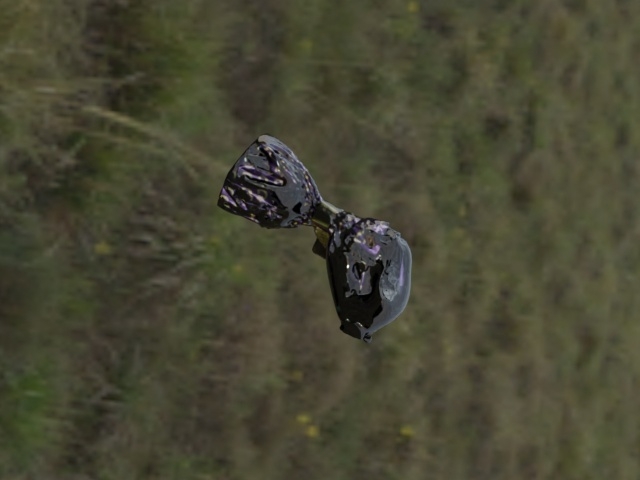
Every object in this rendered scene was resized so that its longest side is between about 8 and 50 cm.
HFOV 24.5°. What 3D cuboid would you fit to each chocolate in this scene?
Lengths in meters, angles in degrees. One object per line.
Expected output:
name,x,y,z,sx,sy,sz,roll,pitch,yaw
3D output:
chocolate,0.002,-0.003,0.969,0.072,0.147,0.070,-46,171,-1
